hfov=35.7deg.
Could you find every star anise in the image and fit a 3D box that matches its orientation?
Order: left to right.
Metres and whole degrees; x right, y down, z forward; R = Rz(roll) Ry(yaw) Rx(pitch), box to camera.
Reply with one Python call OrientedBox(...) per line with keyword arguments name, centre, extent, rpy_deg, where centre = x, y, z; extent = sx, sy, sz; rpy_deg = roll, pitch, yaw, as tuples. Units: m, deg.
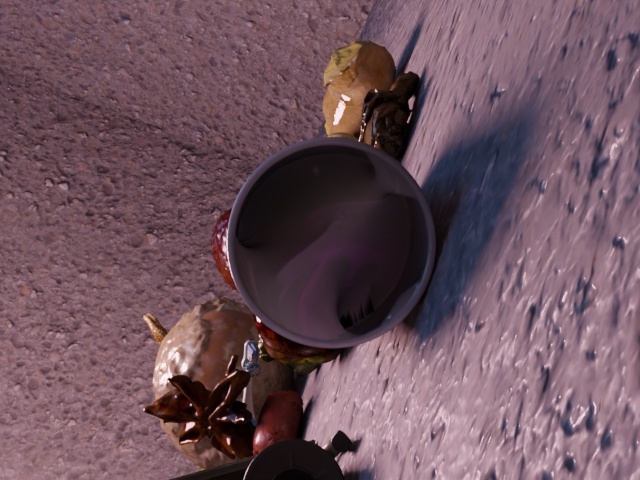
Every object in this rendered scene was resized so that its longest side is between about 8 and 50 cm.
OrientedBox(name="star anise", centre=(-0.167, 0.278, 1.583), extent=(0.212, 0.196, 0.111), rpy_deg=(-25, 9, 27))

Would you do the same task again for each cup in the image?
OrientedBox(name="cup", centre=(0.000, 0.000, 1.151), extent=(0.317, 0.212, 0.212), rpy_deg=(-168, 98, -86))

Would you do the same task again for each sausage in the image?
OrientedBox(name="sausage", centre=(-0.065, 0.290, 1.531), extent=(0.141, 0.076, 0.076), rpy_deg=(-77, 9, -50))

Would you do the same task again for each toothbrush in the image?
OrientedBox(name="toothbrush", centre=(-0.125, 0.335, 1.674), extent=(0.040, 0.040, 0.386), rpy_deg=(-80, -3, -63))

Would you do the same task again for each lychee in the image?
OrientedBox(name="lychee", centre=(-0.116, 0.005, 2.266), extent=(0.260, 0.260, 0.261), rpy_deg=(-160, 90, -85))

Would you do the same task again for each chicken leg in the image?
OrientedBox(name="chicken leg", centre=(0.107, -0.199, 1.566), extent=(0.125, 0.080, 0.196), rpy_deg=(89, -162, -67))

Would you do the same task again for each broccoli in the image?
OrientedBox(name="broccoli", centre=(-0.043, 0.161, 1.620), extent=(0.131, 0.130, 0.120), rpy_deg=(-47, 58, 44))

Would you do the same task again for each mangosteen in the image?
OrientedBox(name="mangosteen", centre=(-0.016, 0.117, 1.402), extent=(0.146, 0.155, 0.181), rpy_deg=(-142, 39, -59))

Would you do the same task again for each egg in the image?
OrientedBox(name="egg", centre=(-0.174, 0.259, 1.793), extent=(0.279, 0.279, 0.310), rpy_deg=(-164, 75, -85))

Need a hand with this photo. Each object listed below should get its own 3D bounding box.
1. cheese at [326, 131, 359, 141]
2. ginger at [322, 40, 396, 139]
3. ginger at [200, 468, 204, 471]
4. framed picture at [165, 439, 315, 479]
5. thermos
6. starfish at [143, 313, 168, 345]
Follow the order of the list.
OrientedBox(name="cheese", centre=(0.017, -0.099, 1.949), extent=(0.226, 0.117, 0.214), rpy_deg=(109, -176, -57))
OrientedBox(name="ginger", centre=(0.071, -0.297, 1.970), extent=(0.267, 0.152, 0.138), rpy_deg=(93, 164, -50))
OrientedBox(name="ginger", centre=(-0.186, 0.367, 2.275), extent=(0.363, 0.122, 0.348), rpy_deg=(-60, -14, -55))
OrientedBox(name="framed picture", centre=(-0.147, 0.372, 1.287), extent=(0.296, 0.019, 0.232), rpy_deg=(-2, -59, -49))
OrientedBox(name="thermos", centre=(-0.021, 0.266, 1.091), extent=(0.137, 0.105, 0.193), rpy_deg=(-45, -9, -13))
OrientedBox(name="starfish", centre=(-0.247, 0.298, 2.050), extent=(0.094, 0.375, 0.327), rpy_deg=(-42, -2, 9))
